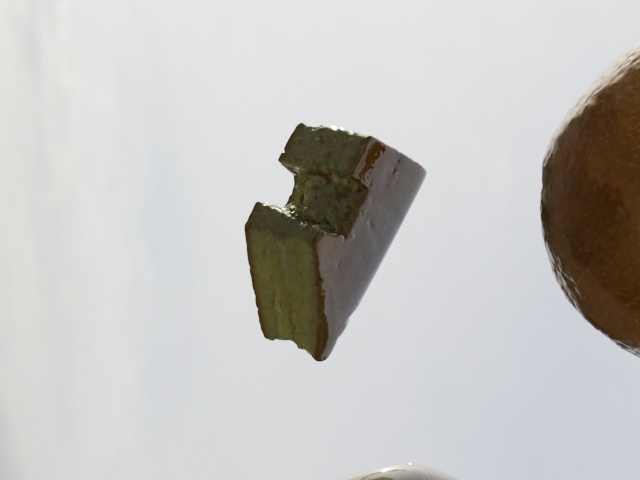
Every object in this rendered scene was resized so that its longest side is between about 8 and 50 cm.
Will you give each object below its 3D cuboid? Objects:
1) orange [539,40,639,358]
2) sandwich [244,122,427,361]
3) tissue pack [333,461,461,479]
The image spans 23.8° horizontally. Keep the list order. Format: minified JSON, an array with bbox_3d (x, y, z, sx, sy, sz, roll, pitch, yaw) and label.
[{"bbox_3d":[0.288,-0.030,1.065,0.264,0.264,0.264,168,-90,-71],"label":"orange"},{"bbox_3d":[0.000,0.000,1.614,0.122,0.128,0.236,20,-97,42],"label":"sandwich"},{"bbox_3d":[0.078,0.476,1.874,0.267,0.277,0.387,-26,-116,33],"label":"tissue pack"}]
